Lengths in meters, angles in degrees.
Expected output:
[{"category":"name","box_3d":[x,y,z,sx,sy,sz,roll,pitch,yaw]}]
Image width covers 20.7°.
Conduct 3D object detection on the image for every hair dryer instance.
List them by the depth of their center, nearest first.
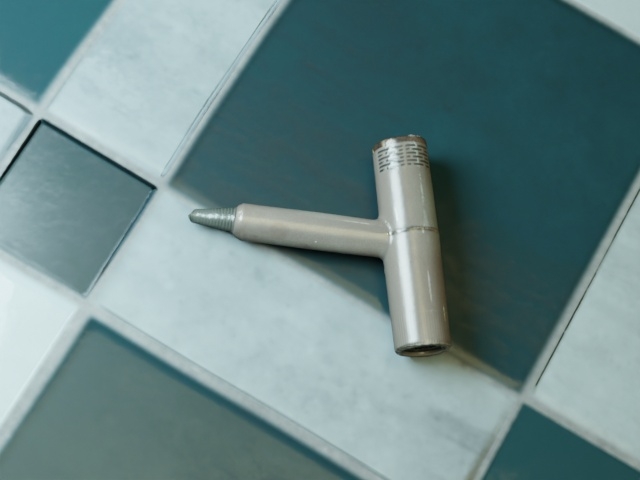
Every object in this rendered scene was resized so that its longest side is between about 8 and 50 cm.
[{"category":"hair dryer","box_3d":[-0.002,0.012,1.545,0.220,0.054,0.195,-4,73,-9]}]
